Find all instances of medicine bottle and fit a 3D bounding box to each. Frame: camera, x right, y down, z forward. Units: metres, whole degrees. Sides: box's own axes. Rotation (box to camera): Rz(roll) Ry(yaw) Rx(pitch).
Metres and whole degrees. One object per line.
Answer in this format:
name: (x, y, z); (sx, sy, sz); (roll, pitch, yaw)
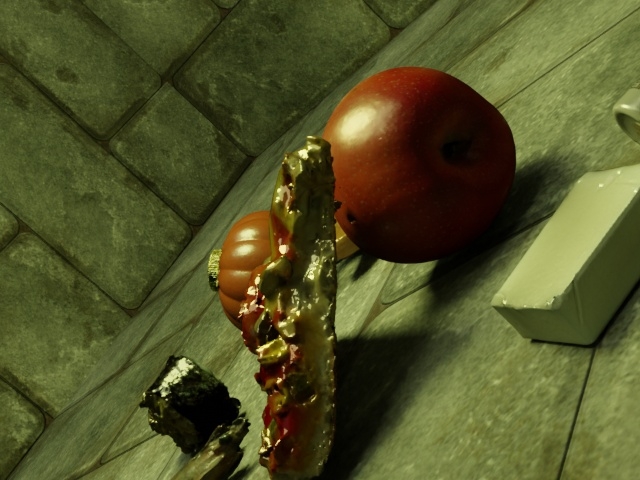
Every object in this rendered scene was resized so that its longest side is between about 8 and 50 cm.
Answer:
medicine bottle: (0.383, -0.163, 0.995); (0.140, 0.079, 0.079); (-46, 12, 0)

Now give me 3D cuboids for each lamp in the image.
lamp: (-0.094, 0.058, 1.648); (0.223, 0.196, 0.223); (4, -90, -83)

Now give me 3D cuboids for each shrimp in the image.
shrimp: (-0.166, 0.330, 1.369); (0.254, 0.059, 0.145); (-49, 1, 14)

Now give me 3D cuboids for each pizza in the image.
pizza: (-0.040, 0.060, 1.186); (0.440, 0.130, 0.406); (-95, 7, -72)

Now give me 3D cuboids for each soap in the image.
soap: (0.257, 0.011, 0.907); (0.183, 0.064, 0.121); (-50, 13, -14)

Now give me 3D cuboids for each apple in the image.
apple: (0.126, -0.098, 1.249); (0.260, 0.260, 0.216); (-53, 18, -28)

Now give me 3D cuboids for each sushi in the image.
sushi: (-0.210, 0.276, 1.534); (0.115, 0.147, 0.212); (-59, -2, -23)

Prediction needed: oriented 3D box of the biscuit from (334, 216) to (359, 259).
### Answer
biscuit: (0.097, -0.086, 1.665); (0.275, 0.052, 0.355); (-23, 26, 18)
